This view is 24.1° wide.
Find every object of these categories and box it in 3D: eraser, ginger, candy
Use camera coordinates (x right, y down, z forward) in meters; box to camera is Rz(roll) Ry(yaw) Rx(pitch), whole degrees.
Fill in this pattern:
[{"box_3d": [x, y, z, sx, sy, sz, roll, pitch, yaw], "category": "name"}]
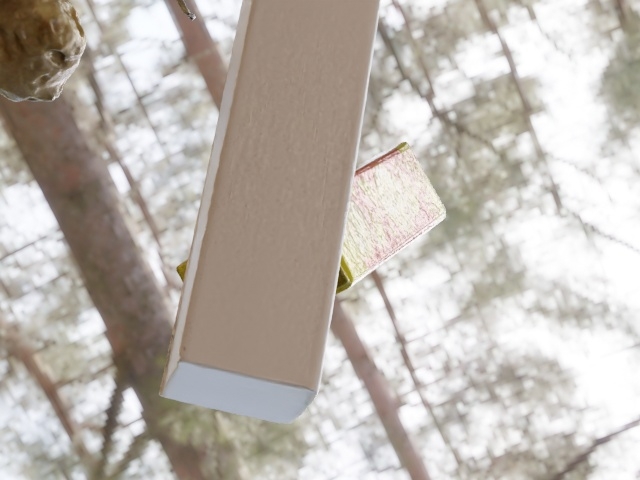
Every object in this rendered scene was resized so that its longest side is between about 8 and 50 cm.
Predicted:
[{"box_3d": [-0.023, -0.051, 0.864, 0.076, 0.078, 0.298, 122, -21, -65], "category": "eraser"}, {"box_3d": [-0.356, -0.239, 1.412, 0.354, 0.190, 0.126, 20, -130, 38], "category": "ginger"}, {"box_3d": [0.000, 0.000, 1.325, 0.146, 0.088, 0.276, -27, -177, 26], "category": "candy"}]

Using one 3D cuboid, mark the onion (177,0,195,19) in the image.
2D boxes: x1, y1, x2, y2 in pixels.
[{"box_3d": [-0.165, -0.506, 2.004, 0.272, 0.256, 0.230, -39, -115, -5], "category": "onion"}]
